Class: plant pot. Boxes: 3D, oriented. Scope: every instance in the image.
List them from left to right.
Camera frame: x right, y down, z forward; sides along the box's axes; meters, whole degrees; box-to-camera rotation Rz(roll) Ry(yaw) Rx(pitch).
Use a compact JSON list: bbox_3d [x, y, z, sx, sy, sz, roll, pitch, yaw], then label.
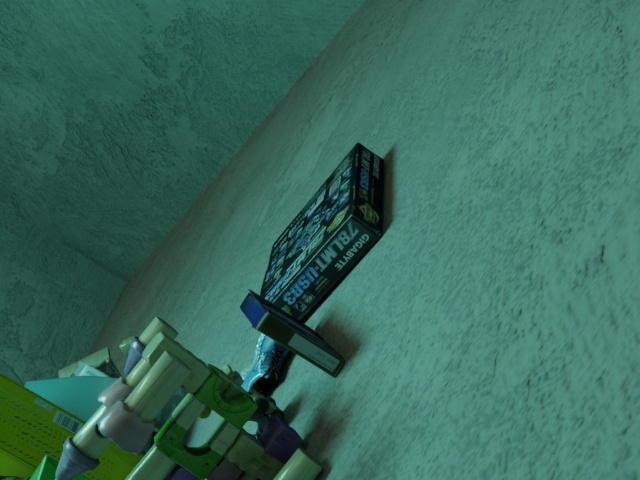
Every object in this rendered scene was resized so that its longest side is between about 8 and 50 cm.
[{"bbox_3d":[-0.457,0.369,1.855,0.234,0.166,0.166,-12,36,9],"label":"plant pot"}]

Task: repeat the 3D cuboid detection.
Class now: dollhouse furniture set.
[{"bbox_3d":[-0.544,0.463,2.344,0.355,0.303,0.174,-27,29,-2],"label":"dollhouse furniture set"}]

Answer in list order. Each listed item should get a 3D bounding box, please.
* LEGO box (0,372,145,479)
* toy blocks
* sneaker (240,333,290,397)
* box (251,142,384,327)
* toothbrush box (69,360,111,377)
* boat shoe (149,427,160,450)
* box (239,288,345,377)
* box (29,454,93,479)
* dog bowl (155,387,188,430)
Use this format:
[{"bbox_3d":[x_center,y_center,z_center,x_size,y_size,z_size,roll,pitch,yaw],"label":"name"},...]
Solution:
[{"bbox_3d":[-0.576,0.480,1.697,0.372,0.500,0.193,-52,14,18],"label":"LEGO box"},{"bbox_3d":[-0.200,0.296,1.275,0.260,0.288,0.309,-52,17,-3],"label":"toy blocks"},{"bbox_3d":[-0.080,0.211,1.577,0.162,0.063,0.073,-61,32,-1],"label":"sneaker"},{"bbox_3d":[0.000,0.000,1.710,0.295,0.073,0.293,-49,16,25],"label":"box"},{"bbox_3d":[-0.571,0.430,2.161,0.283,0.122,0.206,-59,13,-14],"label":"toothbrush box"},{"bbox_3d":[-0.401,0.496,1.915,0.254,0.095,0.079,-45,45,-3],"label":"boat shoe"},{"bbox_3d":[-0.050,0.137,1.442,0.037,0.136,0.225,-57,14,0],"label":"box"},{"bbox_3d":[-0.389,0.516,1.485,0.231,0.262,0.127,-56,13,4],"label":"box"},{"bbox_3d":[-0.407,0.409,2.114,0.349,0.102,0.349,-51,15,19],"label":"dog bowl"}]
